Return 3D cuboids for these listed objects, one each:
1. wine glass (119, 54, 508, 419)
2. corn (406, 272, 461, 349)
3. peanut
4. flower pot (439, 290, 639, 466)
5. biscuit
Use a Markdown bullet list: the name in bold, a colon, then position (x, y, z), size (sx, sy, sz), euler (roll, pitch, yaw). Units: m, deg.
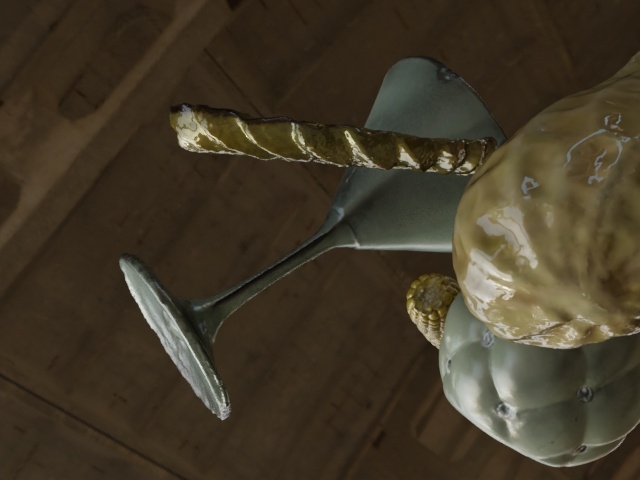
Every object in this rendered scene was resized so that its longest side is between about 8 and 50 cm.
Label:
- **wine glass**: position (0.000, 0.000, 1.022), size (0.406, 0.267, 0.267), euler (-31, -51, -17)
- **corn**: position (0.200, 0.116, 1.440), size (0.106, 0.106, 0.305), euler (-58, -19, -3)
- **peanut**: position (0.197, -0.050, 0.482), size (0.298, 0.136, 0.120), euler (-35, -69, -22)
- **flower pot**: position (0.251, 0.130, 1.014), size (0.246, 0.246, 0.195), euler (26, -83, -46)
- **biscuit**: position (0.035, -0.073, 0.701), size (0.274, 0.187, 0.036), euler (0, -83, -44)
